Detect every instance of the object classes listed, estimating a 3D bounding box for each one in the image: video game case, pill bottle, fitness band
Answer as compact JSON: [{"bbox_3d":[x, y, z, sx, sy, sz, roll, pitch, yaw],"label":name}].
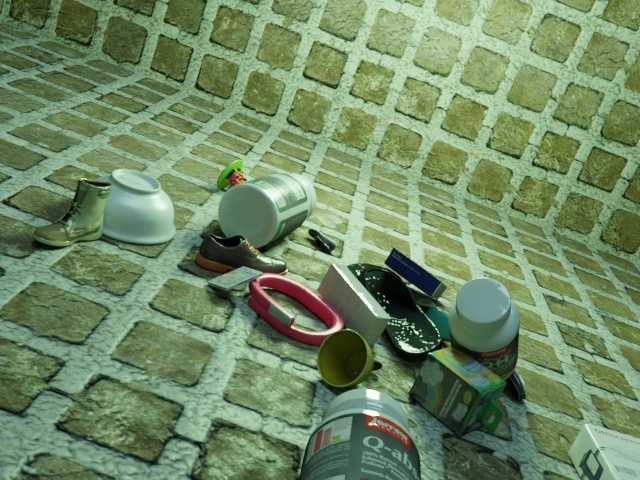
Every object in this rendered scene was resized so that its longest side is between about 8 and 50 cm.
[{"bbox_3d":[-0.227,0.100,1.974,0.122,0.011,0.087,-23,24,-39],"label":"video game case"},{"bbox_3d":[-0.157,-0.107,2.382,0.204,0.204,0.361,27,21,15],"label":"pill bottle"},{"bbox_3d":[-0.069,0.179,1.972,0.291,0.054,0.209,37,23,34],"label":"fitness band"},{"bbox_3d":[0.417,0.230,1.901,0.176,0.318,0.176,-7,54,9],"label":"pill bottle"},{"bbox_3d":[0.066,0.417,1.263,0.210,0.210,0.363,21,20,-2],"label":"pill bottle"}]

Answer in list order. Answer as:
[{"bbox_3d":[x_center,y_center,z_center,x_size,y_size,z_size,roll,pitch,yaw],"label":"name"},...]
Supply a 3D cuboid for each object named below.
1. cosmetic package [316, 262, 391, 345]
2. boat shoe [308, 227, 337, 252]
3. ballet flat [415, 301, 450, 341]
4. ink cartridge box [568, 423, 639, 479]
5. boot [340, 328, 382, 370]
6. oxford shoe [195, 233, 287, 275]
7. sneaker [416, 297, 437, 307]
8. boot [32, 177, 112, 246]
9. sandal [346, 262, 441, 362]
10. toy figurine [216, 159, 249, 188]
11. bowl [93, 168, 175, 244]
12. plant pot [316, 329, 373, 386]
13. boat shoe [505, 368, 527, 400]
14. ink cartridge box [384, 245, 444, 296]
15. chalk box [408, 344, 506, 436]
[{"bbox_3d":[0.088,0.173,2.030,0.060,0.099,0.239,11,29,-42],"label":"cosmetic package"},{"bbox_3d":[0.000,0.000,2.503,0.125,0.038,0.046,33,-20,28],"label":"boat shoe"},{"bbox_3d":[0.305,0.224,2.192,0.248,0.086,0.086,27,21,19],"label":"ballet flat"},{"bbox_3d":[0.701,0.549,1.713,0.172,0.100,0.237,18,21,-9],"label":"ink cartridge box"},{"bbox_3d":[0.101,0.272,1.879,0.106,0.037,0.114,13,36,-14],"label":"boot"},{"bbox_3d":[-0.208,0.045,2.096,0.271,0.098,0.097,10,23,-27],"label":"oxford shoe"},{"bbox_3d":[0.355,0.235,2.260,0.158,0.061,0.065,36,-2,33],"label":"sneaker"},{"bbox_3d":[-0.625,-0.075,1.890,0.077,0.165,0.213,30,21,23],"label":"boot"},{"bbox_3d":[0.199,0.164,2.102,0.168,0.107,0.446,-21,37,-18],"label":"sandal"},{"bbox_3d":[-0.263,-0.185,2.659,0.159,0.130,0.173,40,0,12],"label":"toy figurine"},{"bbox_3d":[-0.541,-0.115,2.126,0.298,0.134,0.298,19,20,-7],"label":"bowl"},{"bbox_3d":[0.072,0.287,1.750,0.134,0.134,0.095,38,1,38],"label":"plant pot"},{"bbox_3d":[0.485,0.359,2.051,0.079,0.084,0.233,-24,44,-12],"label":"boat shoe"},{"bbox_3d":[0.294,0.104,2.285,0.176,0.069,0.371,36,0,14],"label":"ink cartridge box"},{"bbox_3d":[0.345,0.369,1.777,0.213,0.132,0.132,36,25,33],"label":"chalk box"}]
